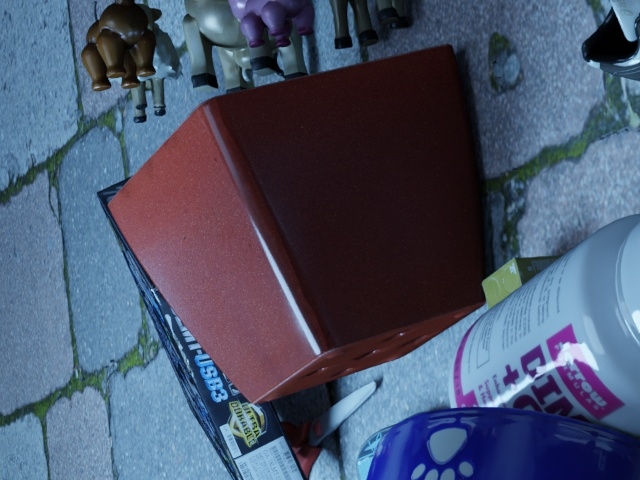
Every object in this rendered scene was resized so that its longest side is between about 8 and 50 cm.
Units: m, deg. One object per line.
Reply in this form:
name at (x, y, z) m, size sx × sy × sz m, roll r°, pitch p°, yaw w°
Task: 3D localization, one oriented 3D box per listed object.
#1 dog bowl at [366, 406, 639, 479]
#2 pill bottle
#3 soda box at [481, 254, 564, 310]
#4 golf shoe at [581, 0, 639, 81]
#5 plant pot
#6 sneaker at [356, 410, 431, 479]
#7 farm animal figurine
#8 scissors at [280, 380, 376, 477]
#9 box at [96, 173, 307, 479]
dog bowl at (0.157, 0.229, 1.489) m, size 0.265 × 0.265 × 0.104 m, roll -43°, pitch 28°, yaw 56°
pill bottle at (0.225, 0.076, 1.465) m, size 0.283 × 0.160 × 0.160 m, roll -44°, pitch 54°, yaw 56°
soda box at (0.191, 0.106, 1.650) m, size 0.061 × 0.058 × 0.181 m, roll -42°, pitch 55°, yaw 57°
golf shoe at (0.263, -0.180, 1.443) m, size 0.198 × 0.094 × 0.077 m, roll -59°, pitch 41°, yaw 46°
plant pot at (0.000, 0.000, 1.823) m, size 0.267 × 0.267 × 0.236 m, roll -40°, pitch 69°, yaw 58°
sneaker at (0.085, 0.217, 1.796) m, size 0.262 × 0.125 × 0.104 m, roll 8°, pitch 99°, yaw 63°
farm animal figurine at (-0.077, -0.249, 1.983) m, size 0.327 × 0.330 × 0.172 m, roll 74°, pitch -174°, yaw -82°
scissors at (-0.010, 0.197, 2.097) m, size 0.297 × 0.021 × 0.109 m, roll 116°, pitch 144°, yaw -46°
box at (-0.128, 0.104, 2.097) m, size 0.293 × 0.073 × 0.295 m, roll 70°, pitch 170°, yaw -25°
